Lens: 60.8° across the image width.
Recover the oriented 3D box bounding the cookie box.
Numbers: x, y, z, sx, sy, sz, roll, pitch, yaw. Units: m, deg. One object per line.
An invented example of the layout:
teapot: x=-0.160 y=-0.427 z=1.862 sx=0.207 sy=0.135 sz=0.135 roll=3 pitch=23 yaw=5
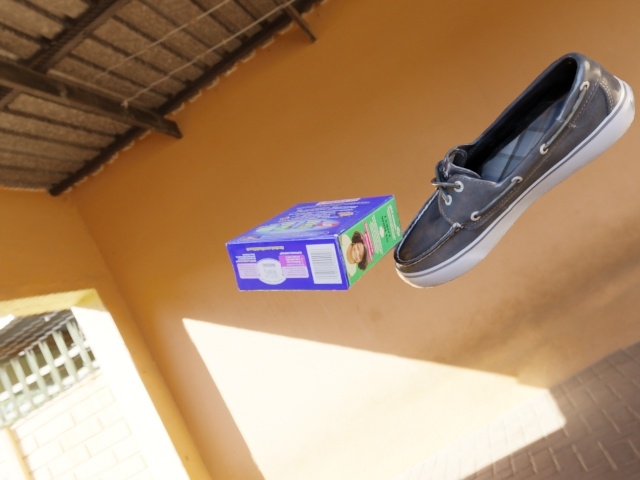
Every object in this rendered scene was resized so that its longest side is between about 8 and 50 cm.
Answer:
cookie box: x=0.000 y=0.000 z=0.408 sx=0.092 sy=0.040 sz=0.107 roll=-3 pitch=17 yaw=30

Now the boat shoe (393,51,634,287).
boat shoe: x=0.129 y=-0.050 z=0.431 sx=0.076 sy=0.080 sz=0.228 roll=29 pitch=-55 yaw=-29
